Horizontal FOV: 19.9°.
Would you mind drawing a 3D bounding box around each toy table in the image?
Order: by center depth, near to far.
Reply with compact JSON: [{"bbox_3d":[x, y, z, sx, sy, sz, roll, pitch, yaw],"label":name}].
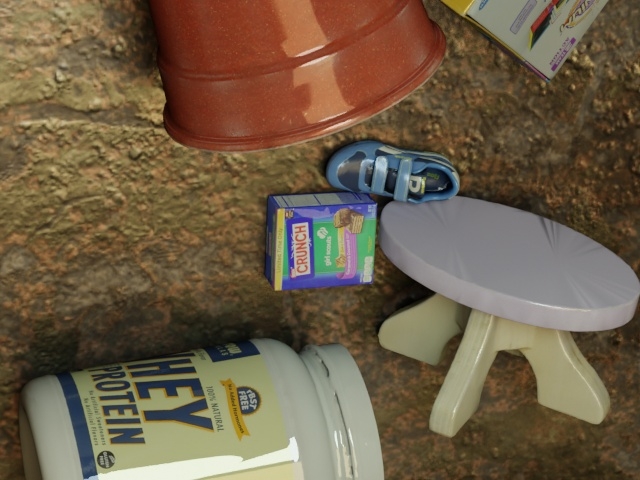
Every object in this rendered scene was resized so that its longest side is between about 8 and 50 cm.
[{"bbox_3d":[0.181,0.075,1.863,0.252,0.274,0.161,-27,133,-44],"label":"toy table"}]

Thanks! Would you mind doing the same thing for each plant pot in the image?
[{"bbox_3d":[-0.050,-0.258,1.616,0.272,0.272,0.265,-22,118,-9],"label":"plant pot"}]

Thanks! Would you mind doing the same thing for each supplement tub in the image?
[{"bbox_3d":[-0.121,0.225,1.805,0.324,0.235,0.235,-9,113,-15],"label":"supplement tub"}]

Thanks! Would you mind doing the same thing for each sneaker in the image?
[{"bbox_3d":[0.077,-0.068,1.857,0.144,0.059,0.053,1,112,-18],"label":"sneaker"}]

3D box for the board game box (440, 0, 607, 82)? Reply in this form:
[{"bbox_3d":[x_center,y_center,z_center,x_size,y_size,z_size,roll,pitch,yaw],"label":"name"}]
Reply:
[{"bbox_3d":[0.223,-0.289,1.708,0.242,0.064,0.316,-55,160,6],"label":"board game box"}]

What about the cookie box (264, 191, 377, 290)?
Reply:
[{"bbox_3d":[0.000,0.000,1.867,0.107,0.040,0.092,-4,112,-16],"label":"cookie box"}]
